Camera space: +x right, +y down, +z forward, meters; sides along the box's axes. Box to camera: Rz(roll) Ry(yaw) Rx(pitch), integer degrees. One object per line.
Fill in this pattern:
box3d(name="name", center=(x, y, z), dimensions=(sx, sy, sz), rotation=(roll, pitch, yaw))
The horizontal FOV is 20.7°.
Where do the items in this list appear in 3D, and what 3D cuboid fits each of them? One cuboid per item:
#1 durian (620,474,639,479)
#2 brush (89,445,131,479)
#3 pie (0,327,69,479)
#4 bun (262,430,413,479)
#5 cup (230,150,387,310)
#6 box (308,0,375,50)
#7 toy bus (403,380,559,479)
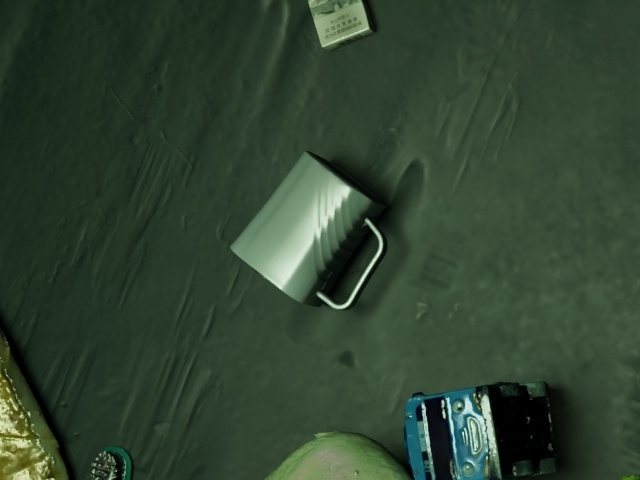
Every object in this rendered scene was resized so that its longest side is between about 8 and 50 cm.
box3d(name="durian", center=(0.225, 0.378, 1.499), dimensions=(0.204, 0.340, 0.256), rotation=(39, 124, 0))
box3d(name="brush", center=(-0.230, 0.305, 1.789), dimensions=(0.043, 0.032, 0.193), rotation=(10, 88, 21))
box3d(name="pie", center=(-0.357, 0.171, 1.832), dimensions=(0.128, 0.068, 0.282), rotation=(-31, 79, 17))
box3d(name="bun", center=(-0.007, 0.325, 1.560), dimensions=(0.187, 0.293, 0.293), rotation=(-8, 80, -19))
box3d(name="cup", center=(0.000, 0.000, 1.695), dimensions=(0.128, 0.095, 0.129), rotation=(38, 97, 19))
box3d(name="box", center=(0.017, -0.237, 1.747), dimensions=(0.054, 0.024, 0.083), rotation=(-20, 78, 19))
box3d(name="toy bus", center=(0.145, 0.176, 1.576), dimensions=(0.106, 0.184, 0.090), rotation=(-10, 81, 22))
